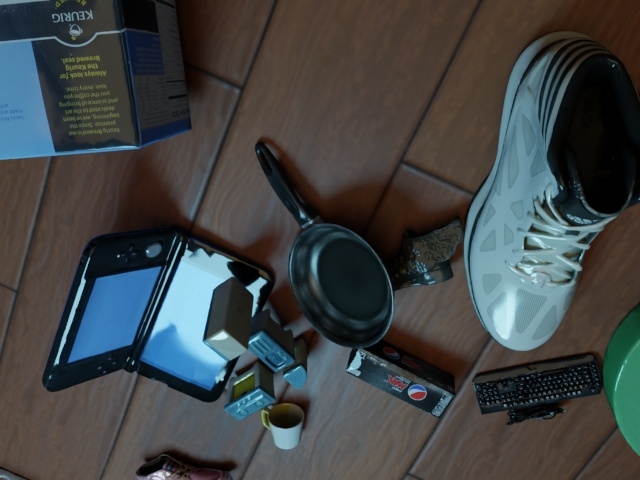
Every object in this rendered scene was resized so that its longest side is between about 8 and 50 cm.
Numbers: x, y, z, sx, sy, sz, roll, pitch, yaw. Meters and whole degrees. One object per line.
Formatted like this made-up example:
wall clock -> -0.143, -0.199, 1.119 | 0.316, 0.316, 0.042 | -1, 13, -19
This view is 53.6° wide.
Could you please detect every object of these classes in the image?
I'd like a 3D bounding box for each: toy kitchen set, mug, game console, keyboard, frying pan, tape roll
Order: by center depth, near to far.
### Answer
tape roll -> 0.585, 0.204, 0.913 | 0.322, 0.077, 0.321 | 3, 110, 9
frying pan -> -0.010, 0.021, 0.963 | 0.326, 0.053, 0.197 | 46, 132, 19
toy kitchen set -> -0.134, 0.194, 0.986 | 0.166, 0.122, 0.207 | -33, 119, 20
keyboard -> 0.344, 0.243, 0.993 | 0.192, 0.038, 0.100 | -15, 107, 16
game console -> -0.255, 0.141, 0.999 | 0.173, 0.250, 0.293 | 37, 115, 25
mug -> -0.061, 0.320, 1.093 | 0.062, 0.078, 0.064 | -13, 121, -19

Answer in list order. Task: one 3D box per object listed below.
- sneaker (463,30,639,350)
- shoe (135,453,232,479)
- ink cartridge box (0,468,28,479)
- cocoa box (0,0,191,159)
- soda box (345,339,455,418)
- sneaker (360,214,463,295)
sneaker -> 0.276, -0.021, 0.786 | 0.169, 0.257, 0.447 | 6, 112, 8
shoe -> -0.253, 0.435, 1.160 | 0.178, 0.063, 0.081 | -18, 111, 21
ink cartridge box -> -0.683, 0.604, 1.273 | 0.207, 0.117, 0.282 | 22, 113, 2
cocoa box -> -0.367, -0.224, 0.793 | 0.348, 0.231, 0.227 | -4, 105, 5
soda box -> 0.128, 0.213, 1.008 | 0.169, 0.060, 0.053 | 27, 111, 0
sneaker -> 0.134, 0.024, 0.944 | 0.170, 0.051, 0.089 | -12, 98, 19
